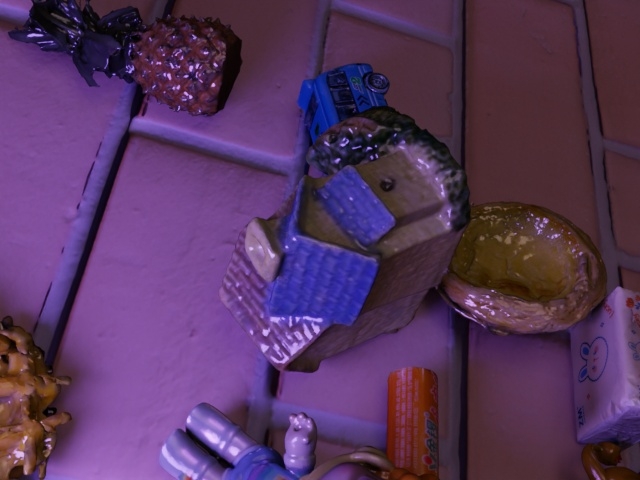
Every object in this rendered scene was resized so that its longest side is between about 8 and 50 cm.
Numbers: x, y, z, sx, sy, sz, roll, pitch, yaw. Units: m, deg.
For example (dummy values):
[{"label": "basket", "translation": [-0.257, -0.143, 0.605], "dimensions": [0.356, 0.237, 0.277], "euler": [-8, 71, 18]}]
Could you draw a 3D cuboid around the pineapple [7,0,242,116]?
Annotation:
[{"label": "pineapple", "translation": [-0.309, -0.299, 1.301], "dimensions": [0.364, 0.166, 0.166], "euler": [15, 52, 0]}]

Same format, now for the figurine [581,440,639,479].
[{"label": "figurine", "translation": [0.428, 0.333, 1.170], "dimensions": [0.176, 0.121, 0.122], "euler": [9, 41, -37]}]

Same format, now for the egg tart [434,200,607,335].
[{"label": "egg tart", "translation": [0.295, 0.048, 1.294], "dimensions": [0.278, 0.095, 0.279], "euler": [1, 44, -1]}]

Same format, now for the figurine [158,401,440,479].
[{"label": "figurine", "translation": [-0.001, 0.316, 0.978], "dimensions": [0.224, 0.205, 0.382], "euler": [-30, 52, -31]}]

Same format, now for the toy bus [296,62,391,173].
[{"label": "toy bus", "translation": [0.056, -0.163, 1.353], "dimensions": [0.134, 0.113, 0.246], "euler": [-7, 62, -18]}]

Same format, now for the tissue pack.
[{"label": "tissue pack", "translation": [0.436, 0.191, 1.232], "dimensions": [0.092, 0.148, 0.196], "euler": [13, 53, -9]}]

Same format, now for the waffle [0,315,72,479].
[{"label": "waffle", "translation": [-0.491, 0.195, 0.917], "dimensions": [0.382, 0.095, 0.380], "euler": [32, 50, 0]}]

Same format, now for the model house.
[{"label": "model house", "translation": [0.000, 0.000, 1.105], "dimensions": [0.266, 0.321, 0.261], "euler": [-25, 62, -31]}]

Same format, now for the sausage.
[{"label": "sausage", "translation": [0.120, 0.283, 1.096], "dimensions": [0.071, 0.071, 0.234], "euler": [13, 53, -12]}]
